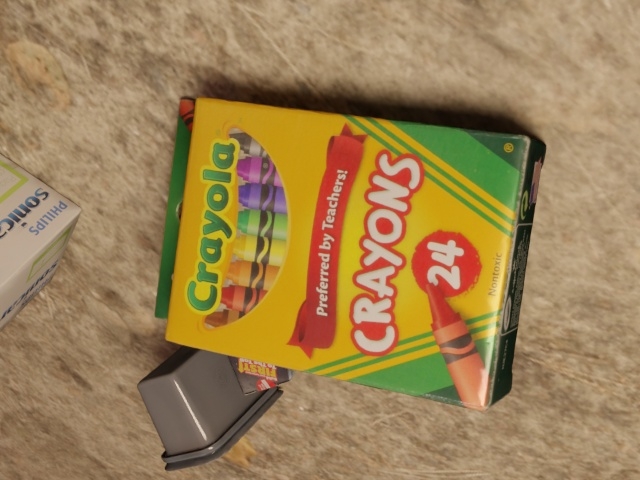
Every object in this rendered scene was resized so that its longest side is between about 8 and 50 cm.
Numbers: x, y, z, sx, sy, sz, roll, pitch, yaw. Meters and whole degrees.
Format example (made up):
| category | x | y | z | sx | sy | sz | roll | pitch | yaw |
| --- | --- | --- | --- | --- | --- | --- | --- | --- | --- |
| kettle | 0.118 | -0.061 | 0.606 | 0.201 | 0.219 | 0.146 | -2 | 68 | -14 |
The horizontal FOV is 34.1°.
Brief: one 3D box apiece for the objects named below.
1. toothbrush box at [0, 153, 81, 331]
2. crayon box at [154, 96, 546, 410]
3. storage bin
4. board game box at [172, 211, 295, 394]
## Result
| category | x | y | z | sx | sy | sz | roll | pitch | yaw |
| --- | --- | --- | --- | --- | --- | --- | --- | --- | --- |
| toothbrush box | -0.412 | -0.020 | 0.999 | 0.283 | 0.206 | 0.122 | 36 | 132 | 0 |
| crayon box | 0.000 | 0.000 | 0.823 | 0.319 | 0.081 | 0.202 | 9 | 95 | 21 |
| storage bin | -0.118 | 0.150 | 1.031 | 0.098 | 0.135 | 0.091 | -19 | 102 | 37 |
| board game box | -0.025 | 0.064 | 0.958 | 0.194 | 0.060 | 0.194 | 11 | 128 | 20 |
